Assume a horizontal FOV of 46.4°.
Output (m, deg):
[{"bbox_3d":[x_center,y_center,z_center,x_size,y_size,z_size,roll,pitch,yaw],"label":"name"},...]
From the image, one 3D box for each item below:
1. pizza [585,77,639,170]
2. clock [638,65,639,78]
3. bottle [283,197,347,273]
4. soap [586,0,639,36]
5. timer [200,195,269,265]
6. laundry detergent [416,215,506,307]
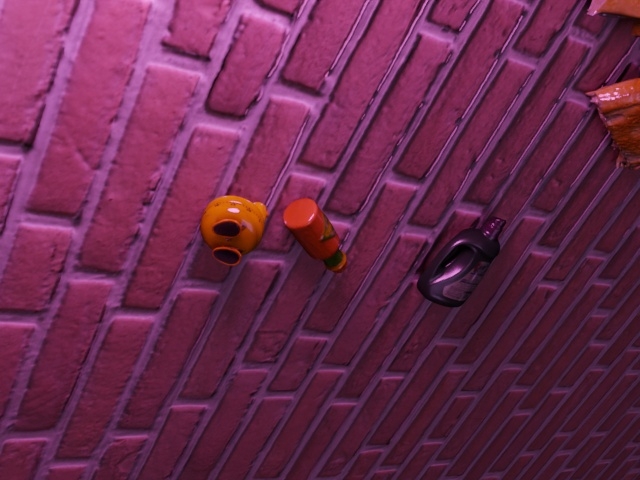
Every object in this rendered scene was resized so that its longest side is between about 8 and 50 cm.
[{"bbox_3d":[0.661,-0.239,1.535,0.280,0.075,0.287,0,151,0],"label":"pizza"},{"bbox_3d":[0.742,-0.377,1.503,0.215,0.042,0.215,-17,135,-18],"label":"clock"},{"bbox_3d":[0.000,0.000,1.355,0.069,0.069,0.187,-36,139,0],"label":"bottle"},{"bbox_3d":[0.657,-0.384,1.205,0.305,0.339,0.169,-6,115,-24],"label":"soap"},{"bbox_3d":[-0.143,-0.029,1.237,0.107,0.109,0.107,3,129,4],"label":"timer"},{"bbox_3d":[0.306,0.036,1.569,0.144,0.078,0.221,15,119,-36],"label":"laundry detergent"}]
